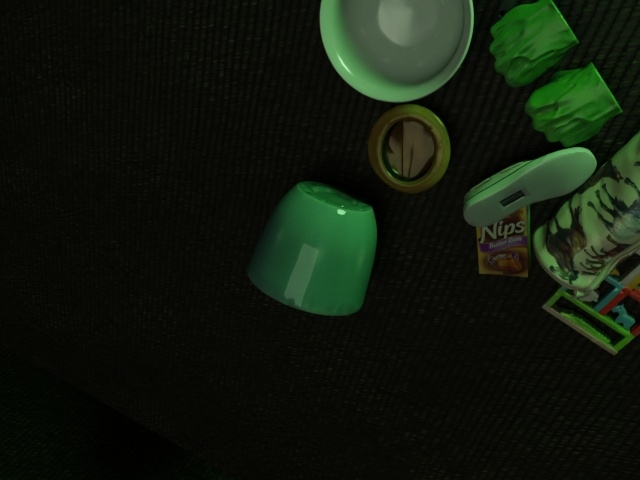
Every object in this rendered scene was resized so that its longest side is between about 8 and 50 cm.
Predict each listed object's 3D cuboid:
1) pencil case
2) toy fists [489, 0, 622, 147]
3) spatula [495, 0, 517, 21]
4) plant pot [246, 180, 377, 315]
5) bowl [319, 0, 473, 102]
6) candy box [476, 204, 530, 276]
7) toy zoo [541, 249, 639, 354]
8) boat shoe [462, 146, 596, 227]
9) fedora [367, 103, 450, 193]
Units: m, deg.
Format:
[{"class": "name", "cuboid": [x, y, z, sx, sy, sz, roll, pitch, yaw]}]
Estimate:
[{"class": "pencil case", "cuboid": [0.582, -0.070, 1.107, 0.160, 0.183, 0.410, 14, 132, -29]}, {"class": "toy fists", "cuboid": [0.424, -0.305, 1.114, 0.142, 0.096, 0.279, -32, 100, 29]}, {"class": "spatula", "cuboid": [0.373, -0.526, 1.048, 0.084, 0.030, 0.296, 27, 127, 12]}, {"class": "plant pot", "cuboid": [0.000, 0.000, 1.407, 0.293, 0.293, 0.235, 23, 109, 14]}, {"class": "bowl", "cuboid": [0.158, -0.427, 1.153, 0.298, 0.134, 0.297, 13, 122, 21]}, {"class": "candy box", "cuboid": [0.402, -0.013, 1.322, 0.109, 0.053, 0.186, 3, 117, 27]}, {"class": "toy zoo", "cuboid": [0.641, 0.098, 1.276, 0.192, 0.030, 0.293, 35, 128, 6]}, {"class": "boat shoe", "cuboid": [0.407, -0.118, 1.201, 0.268, 0.088, 0.096, -32, 120, 30]}, {"class": "fedora", "cuboid": [0.198, -0.202, 1.301, 0.195, 0.079, 0.194, 10, 116, 22]}]
